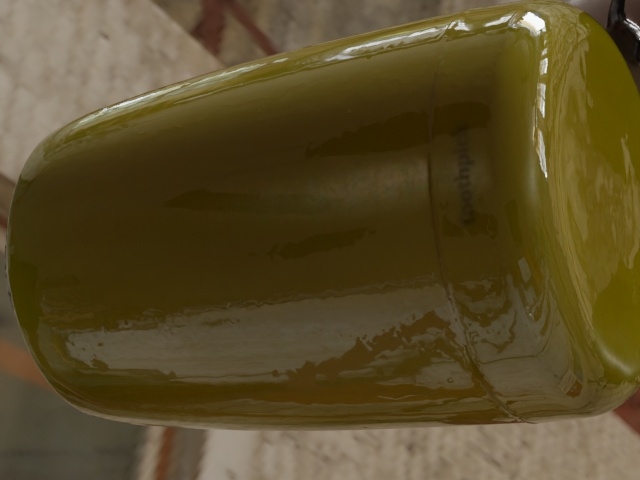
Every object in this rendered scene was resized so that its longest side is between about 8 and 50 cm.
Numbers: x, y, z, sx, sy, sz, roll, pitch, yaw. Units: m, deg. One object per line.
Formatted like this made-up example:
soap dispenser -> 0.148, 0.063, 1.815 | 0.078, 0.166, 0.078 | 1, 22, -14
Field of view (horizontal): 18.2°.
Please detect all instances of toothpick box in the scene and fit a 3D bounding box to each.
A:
toothpick box -> 0.000, 0.000, 0.873 | 0.271, 0.175, 0.175 | -8, -121, 26

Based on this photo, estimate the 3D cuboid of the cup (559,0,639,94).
cup -> 0.210, -0.095, 1.073 | 0.200, 0.253, 0.191 | -30, -122, -8
